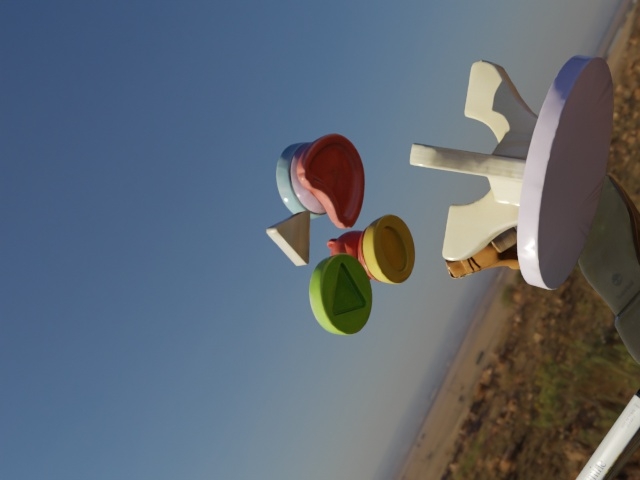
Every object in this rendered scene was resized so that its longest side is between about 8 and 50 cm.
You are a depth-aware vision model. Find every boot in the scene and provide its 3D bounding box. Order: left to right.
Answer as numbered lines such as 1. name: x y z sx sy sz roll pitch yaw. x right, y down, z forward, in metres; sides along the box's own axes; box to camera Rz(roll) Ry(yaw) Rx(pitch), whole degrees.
1. boot: 0.330 0.037 1.817 0.152 0.073 0.197 -31 -30 6
2. boot: 0.445 0.037 1.249 0.112 0.115 0.305 121 143 -48

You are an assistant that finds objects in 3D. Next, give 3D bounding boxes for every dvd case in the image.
1. dvd case: 0.309 0.210 0.929 0.180 0.022 0.253 -25 -37 -45

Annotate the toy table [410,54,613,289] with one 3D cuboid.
1. toy table: 0.243 -0.091 1.110 0.252 0.161 0.274 18 -93 -53

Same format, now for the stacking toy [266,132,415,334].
1. stacking toy: 0.000 0.000 1.504 0.309 0.130 0.279 57 -134 -24
